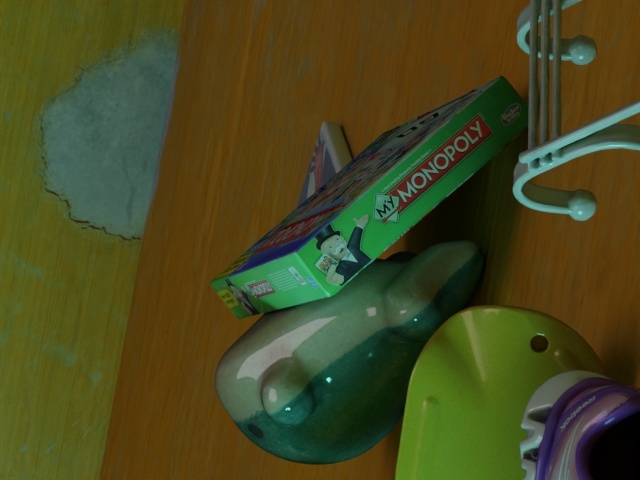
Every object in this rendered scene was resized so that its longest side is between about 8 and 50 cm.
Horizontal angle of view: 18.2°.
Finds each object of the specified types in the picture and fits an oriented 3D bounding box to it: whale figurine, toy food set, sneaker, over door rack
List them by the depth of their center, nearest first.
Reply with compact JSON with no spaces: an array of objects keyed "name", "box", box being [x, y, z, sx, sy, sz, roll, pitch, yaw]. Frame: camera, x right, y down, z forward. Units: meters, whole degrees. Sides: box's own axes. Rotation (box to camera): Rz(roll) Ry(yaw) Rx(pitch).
[{"name":"over door rack","box":[0.229,-0.172,1.092,0.324,0.108,0.239,-37,43,50]},{"name":"sneaker","box":[0.157,0.182,1.114,0.104,0.095,0.236,153,128,-64]},{"name":"toy food set","box":[0.115,0.141,1.270,0.071,0.128,0.218,-49,-30,-75]},{"name":"whale figurine","box":[0.038,0.093,1.609,0.272,0.141,0.216,-29,11,47]}]

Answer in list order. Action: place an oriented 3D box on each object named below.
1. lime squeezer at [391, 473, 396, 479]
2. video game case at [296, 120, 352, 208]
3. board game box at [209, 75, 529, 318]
[{"name":"lime squeezer","box":[0.090,0.104,1.378,0.110,0.059,0.310,-27,13,26]},{"name":"video game case","box":[0.000,0.000,2.027,0.201,0.023,0.183,-106,30,-63]},{"name":"board game box","box":[0.032,-0.027,1.608,0.213,0.046,0.317,-40,5,-15]}]
